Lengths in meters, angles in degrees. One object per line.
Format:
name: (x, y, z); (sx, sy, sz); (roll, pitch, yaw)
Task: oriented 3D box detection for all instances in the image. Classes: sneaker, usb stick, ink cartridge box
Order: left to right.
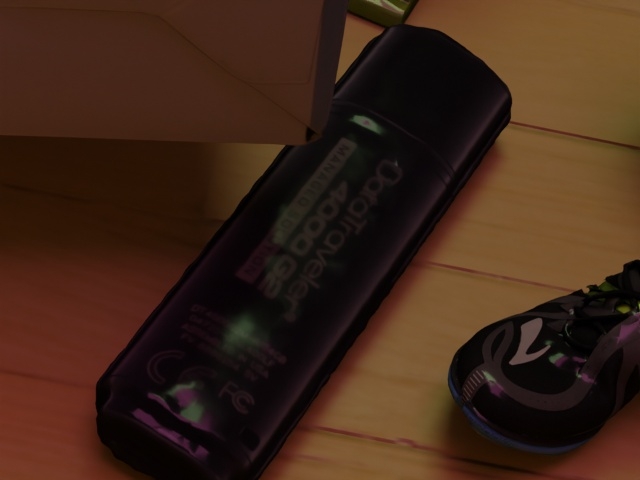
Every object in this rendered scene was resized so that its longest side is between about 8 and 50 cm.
ink cartridge box: (-0.139, -0.235, 0.826); (0.270, 0.151, 0.395); (1, 49, -10)
usb stick: (0.000, 0.000, 0.843); (0.077, 0.045, 0.278); (32, 50, 6)
sneaker: (0.133, 0.032, 0.822); (0.188, 0.078, 0.067); (-19, 56, -26)

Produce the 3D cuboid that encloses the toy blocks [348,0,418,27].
toy blocks: (0.090, -0.329, 1.004); (0.190, 0.261, 0.381); (24, 49, 8)
